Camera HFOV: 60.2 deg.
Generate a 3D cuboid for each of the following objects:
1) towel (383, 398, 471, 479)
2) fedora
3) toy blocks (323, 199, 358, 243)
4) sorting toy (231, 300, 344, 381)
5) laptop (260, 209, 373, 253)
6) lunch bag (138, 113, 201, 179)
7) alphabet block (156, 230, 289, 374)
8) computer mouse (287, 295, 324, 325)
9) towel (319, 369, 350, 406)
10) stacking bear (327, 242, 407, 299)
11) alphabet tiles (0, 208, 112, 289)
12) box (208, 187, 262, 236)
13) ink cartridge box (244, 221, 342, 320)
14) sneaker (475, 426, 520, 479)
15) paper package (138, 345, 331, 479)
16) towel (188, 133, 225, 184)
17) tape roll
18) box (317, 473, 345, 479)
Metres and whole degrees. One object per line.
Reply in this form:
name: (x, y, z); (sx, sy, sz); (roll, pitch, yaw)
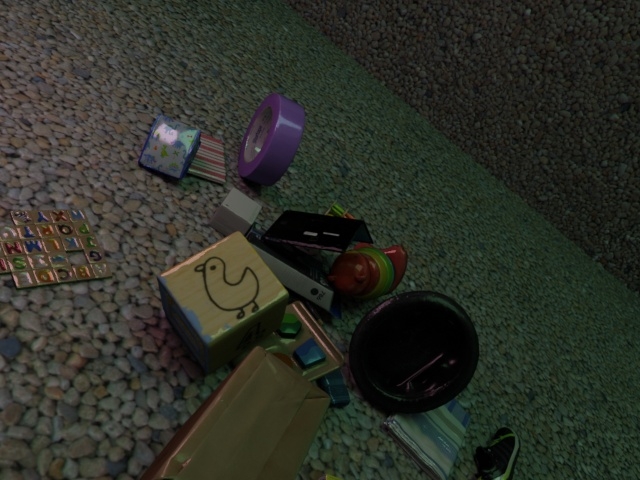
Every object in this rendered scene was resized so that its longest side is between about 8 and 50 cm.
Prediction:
towel: (0.294, 0.481, 1.462); (0.209, 0.034, 0.285); (46, 34, 7)
fedora: (0.237, 0.283, 1.446); (0.334, 0.334, 0.152); (42, 0, 2)
toy blocks: (0.083, -0.058, 1.845); (0.148, 0.054, 0.123); (39, 35, -2)
sorting toy: (-0.115, 0.212, 1.288); (0.229, 0.041, 0.307); (-19, 51, -32)
laptop: (0.000, 0.000, 1.528); (0.234, 0.137, 0.264); (8, 33, 19)
lunch bag: (-0.416, -0.251, 1.529); (0.128, 0.096, 0.151); (20, 66, -5)
alphabet block: (-0.206, 0.133, 1.169); (0.197, 0.193, 0.192); (-32, 72, -25)
computer mouse: (-0.052, 0.245, 1.375); (0.184, 0.060, 0.262); (-7, 44, -43)
towel: (0.028, 0.350, 1.356); (0.067, 0.029, 0.119); (10, 45, -38)
stacking bear: (0.120, 0.089, 1.557); (0.175, 0.164, 0.289); (6, 2, 24)
alphabet tiles: (-0.585, 0.012, 1.165); (0.237, 0.009, 0.198); (-6, 55, -48)
box: (-0.235, -0.070, 1.523); (0.102, 0.087, 0.101); (34, 35, -9)
ink cartridge box: (-0.063, 0.080, 1.506); (0.332, 0.065, 0.165); (33, 17, -13)
sneaker: (0.469, 0.572, 1.482); (0.097, 0.084, 0.235); (40, 34, 1)
paper package: (-0.171, 0.373, 0.876); (0.168, 0.325, 0.309); (40, 35, 0)
towel: (-0.358, -0.255, 1.670); (0.144, 0.029, 0.197); (16, 44, -31)
tape roll: (-0.155, -0.309, 1.701); (0.090, 0.275, 0.275); (19, 39, -27)
box: (0.008, 0.573, 1.038); (0.058, 0.087, 0.232); (28, 35, -22)
